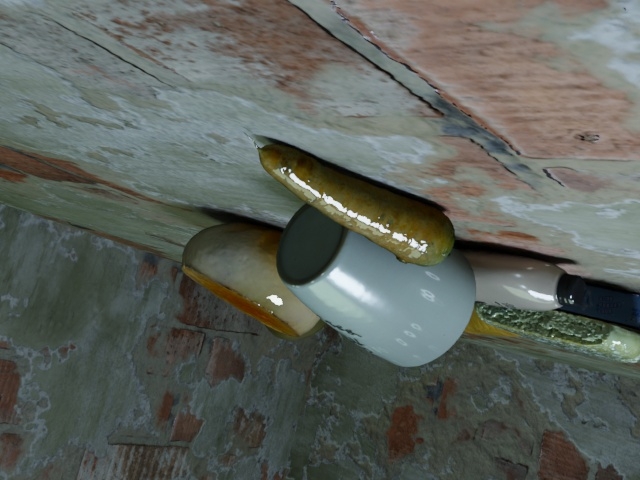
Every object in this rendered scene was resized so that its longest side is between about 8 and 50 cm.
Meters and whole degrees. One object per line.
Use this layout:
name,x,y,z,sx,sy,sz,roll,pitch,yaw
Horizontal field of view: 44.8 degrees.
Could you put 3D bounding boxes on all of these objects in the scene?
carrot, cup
carrot,0.031,-0.049,0.882,0.298,0.078,0.078,26,168,-28
cup,0.052,0.028,1.071,0.234,0.186,0.258,31,-168,-35

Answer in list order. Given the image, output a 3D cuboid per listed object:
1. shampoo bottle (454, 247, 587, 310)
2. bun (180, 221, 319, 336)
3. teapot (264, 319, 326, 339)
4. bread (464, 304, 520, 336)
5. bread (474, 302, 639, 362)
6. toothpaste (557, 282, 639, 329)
shampoo bottle,0.253,0.055,1.112,0.257,0.078,0.127,6,167,44
bun,-0.115,0.056,1.508,0.299,0.165,0.299,30,166,8
teapot,-0.060,0.109,1.806,0.267,0.186,0.175,-16,134,7
bread,0.336,0.145,1.566,0.142,0.091,0.305,22,170,-12
bread,0.391,0.144,1.216,0.207,0.056,0.286,19,175,-37
toothpaste,0.376,0.087,1.200,0.272,0.053,0.066,13,172,14
